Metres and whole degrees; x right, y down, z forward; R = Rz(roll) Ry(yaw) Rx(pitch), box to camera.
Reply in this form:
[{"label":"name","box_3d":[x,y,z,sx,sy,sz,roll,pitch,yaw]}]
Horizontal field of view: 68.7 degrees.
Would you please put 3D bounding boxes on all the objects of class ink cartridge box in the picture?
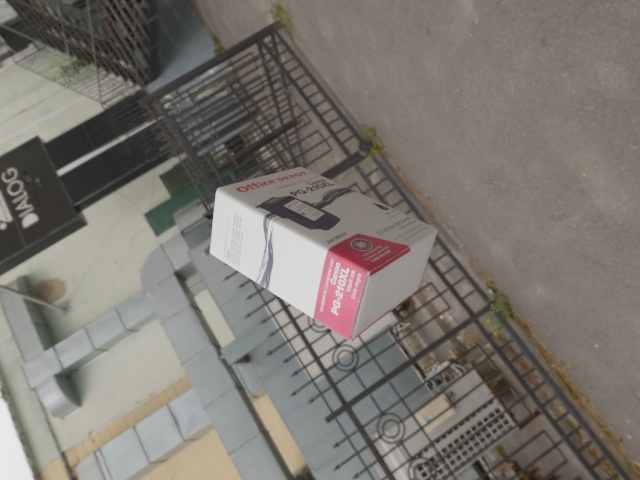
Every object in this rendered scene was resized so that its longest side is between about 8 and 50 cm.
[{"label":"ink cartridge box","box_3d":[0.000,0.000,0.605,0.237,0.172,0.100,28,122,29]}]
